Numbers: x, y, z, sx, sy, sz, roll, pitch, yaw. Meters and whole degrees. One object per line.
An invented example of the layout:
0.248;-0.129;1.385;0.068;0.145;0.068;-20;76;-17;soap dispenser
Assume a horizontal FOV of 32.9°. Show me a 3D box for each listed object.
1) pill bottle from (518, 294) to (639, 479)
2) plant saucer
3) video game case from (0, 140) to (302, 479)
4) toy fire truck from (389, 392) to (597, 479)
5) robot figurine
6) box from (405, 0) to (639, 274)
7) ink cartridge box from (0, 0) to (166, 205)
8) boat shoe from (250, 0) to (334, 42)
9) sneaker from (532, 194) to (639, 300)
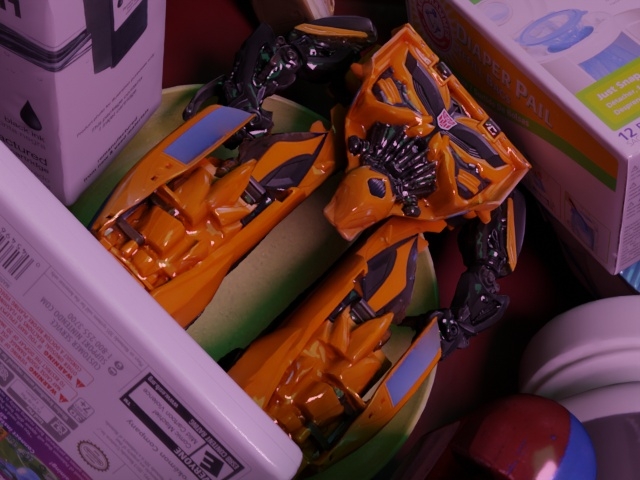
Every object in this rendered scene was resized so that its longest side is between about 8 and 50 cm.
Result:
0.165;0.181;0.525;0.176;0.176;0.318;28;39;-15;pill bottle
-0.046;0.032;0.592;0.241;0.037;0.240;9;69;-23;plant saucer
-0.133;0.063;0.458;0.201;0.183;0.023;46;35;-5;video game case
0.004;0.169;0.413;0.169;0.302;0.254;34;77;7;toy fire truck
0.000;0.000;0.554;0.211;0.085;0.291;48;59;-5;robot figurine
0.148;-0.100;0.621;0.114;0.103;0.203;-29;54;-11;box
-0.151;-0.129;0.477;0.153;0.208;0.087;31;61;7;ink cartridge box
-0.027;-0.172;0.644;0.045;0.050;0.135;-66;146;-42;boat shoe
0.169;-0.037;0.697;0.087;0.092;0.228;-21;60;-3;sneaker
